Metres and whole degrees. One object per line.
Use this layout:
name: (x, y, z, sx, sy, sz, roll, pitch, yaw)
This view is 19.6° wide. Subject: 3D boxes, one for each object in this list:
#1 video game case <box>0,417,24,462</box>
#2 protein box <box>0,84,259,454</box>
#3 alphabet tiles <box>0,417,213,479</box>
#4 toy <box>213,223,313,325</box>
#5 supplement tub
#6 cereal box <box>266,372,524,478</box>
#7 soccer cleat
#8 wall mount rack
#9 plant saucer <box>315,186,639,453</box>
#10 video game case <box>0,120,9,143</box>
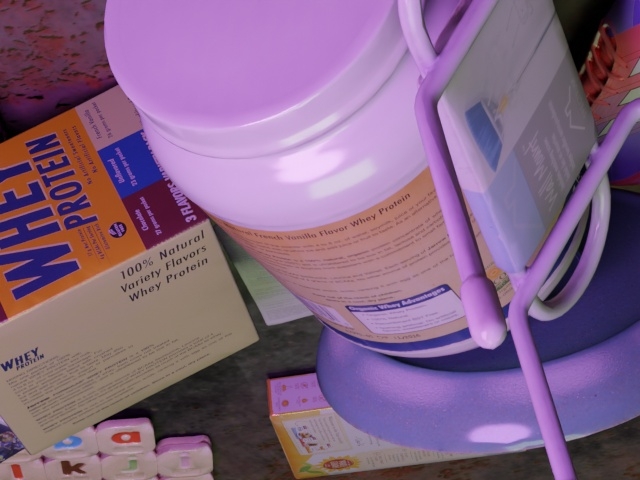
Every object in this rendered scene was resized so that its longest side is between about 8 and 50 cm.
video game case: (-0.392, 0.175, 1.742, 0.201, 0.023, 0.183, 28, 138, -33)
protein box: (-0.175, 0.024, 1.354, 0.199, 0.136, 0.201, -27, 152, -5)
alphabet tiles: (-0.252, 0.245, 1.913, 0.284, 0.021, 0.278, -3, 151, -3)
toy: (0.000, 0.000, 1.486, 0.136, 0.056, 0.237, -12, 155, 4)
supplement tub: (0.024, -0.081, 1.168, 0.228, 0.228, 0.316, -16, 149, 19)
cereal box: (0.079, 0.171, 1.808, 0.240, 0.047, 0.173, -8, 151, 4)
soccer cleat: (0.211, -0.111, 1.302, 0.095, 0.083, 0.248, -5, 154, 3)
wall mount rack: (0.132, -0.025, 1.020, 0.130, 0.304, 0.350, 14, 151, 32)
plant saucer: (0.145, 0.040, 1.326, 0.317, 0.318, 0.044, -11, 117, 10)
video game case: (-0.328, -0.045, 1.366, 0.210, 0.042, 0.232, -5, 151, 3)
